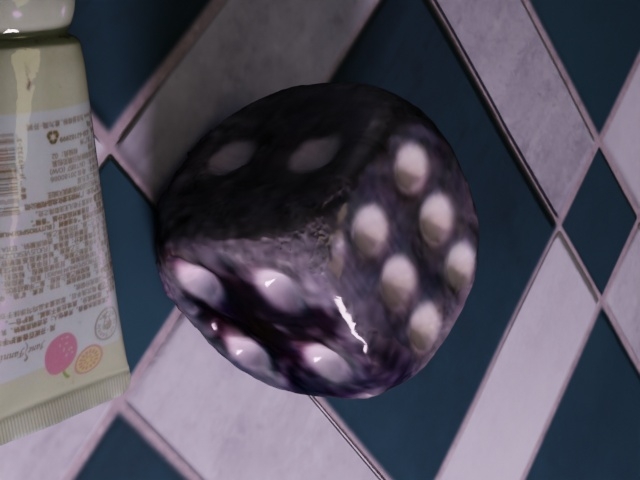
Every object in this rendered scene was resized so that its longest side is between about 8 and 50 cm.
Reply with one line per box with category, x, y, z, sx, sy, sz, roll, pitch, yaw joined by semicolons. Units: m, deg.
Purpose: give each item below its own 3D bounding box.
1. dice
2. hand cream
dice;0.000;0.000;0.953;0.181;0.183;0.182;-58;132;-31
hand cream;-0.187;-0.027;0.810;0.147;0.093;0.306;-19;107;-52
